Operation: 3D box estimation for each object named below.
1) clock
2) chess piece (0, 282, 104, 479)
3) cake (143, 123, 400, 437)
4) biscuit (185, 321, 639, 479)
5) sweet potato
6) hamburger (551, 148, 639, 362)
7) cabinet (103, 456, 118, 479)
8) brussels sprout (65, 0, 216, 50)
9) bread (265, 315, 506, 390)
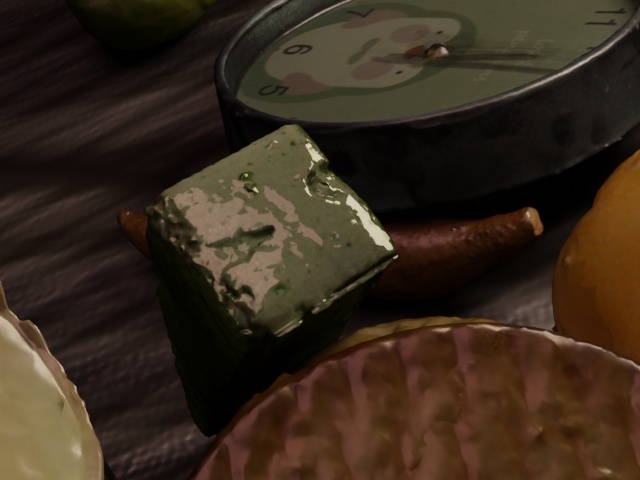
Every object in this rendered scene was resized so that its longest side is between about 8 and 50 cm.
[{"bbox_3d":[0.082,-0.127,1.067,0.319,0.066,0.319,-11,30,7],"label":"clock"},{"bbox_3d":[-0.294,0.210,0.661,0.442,0.234,0.234,-54,35,24],"label":"chess piece"},{"bbox_3d":[-0.040,0.032,0.868,0.100,0.235,0.099,-31,77,-18],"label":"cake"},{"bbox_3d":[0.072,0.184,0.646,0.318,0.040,0.318,1,67,-2],"label":"biscuit"},{"bbox_3d":[0.000,0.000,1.020,0.314,0.066,0.072,5,8,30],"label":"sweet potato"},{"bbox_3d":[0.289,0.038,0.794,0.304,0.174,0.284,-30,54,-1],"label":"hamburger"},{"bbox_3d":[-0.227,0.123,0.872,0.145,0.206,0.150,20,56,37],"label":"cabinet"},{"bbox_3d":[-0.144,-0.216,1.262,0.149,0.122,0.151,6,13,20],"label":"brussels sprout"},{"bbox_3d":[0.042,0.154,0.791,0.244,0.134,0.244,-13,40,11],"label":"bread"}]
